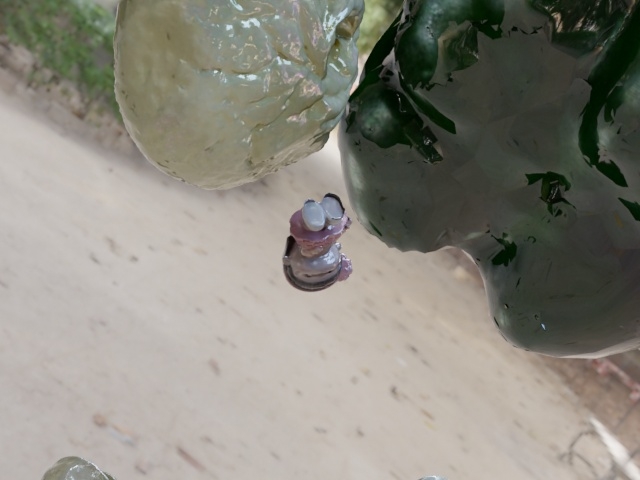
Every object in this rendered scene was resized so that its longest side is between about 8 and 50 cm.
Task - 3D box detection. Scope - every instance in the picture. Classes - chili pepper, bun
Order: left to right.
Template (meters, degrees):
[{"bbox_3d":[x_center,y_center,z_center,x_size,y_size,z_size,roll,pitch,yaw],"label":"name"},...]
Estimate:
[{"bbox_3d":[-0.024,-0.073,0.425,0.069,0.115,0.115,15,-4,25],"label":"bun"},{"bbox_3d":[0.140,-0.085,0.547,0.233,0.256,0.248,29,-41,19],"label":"chili pepper"}]

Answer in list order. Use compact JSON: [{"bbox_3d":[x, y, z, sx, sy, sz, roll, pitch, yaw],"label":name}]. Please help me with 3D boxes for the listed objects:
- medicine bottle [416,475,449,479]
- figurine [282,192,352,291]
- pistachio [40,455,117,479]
[{"bbox_3d":[0.142,0.386,1.348,0.059,0.059,0.231,35,31,-25],"label":"medicine bottle"},{"bbox_3d":[0.000,0.000,1.074,0.054,0.072,0.129,59,-22,30],"label":"figurine"},{"bbox_3d":[-0.294,0.373,1.416,0.126,0.152,0.223,44,9,-45],"label":"pistachio"}]
